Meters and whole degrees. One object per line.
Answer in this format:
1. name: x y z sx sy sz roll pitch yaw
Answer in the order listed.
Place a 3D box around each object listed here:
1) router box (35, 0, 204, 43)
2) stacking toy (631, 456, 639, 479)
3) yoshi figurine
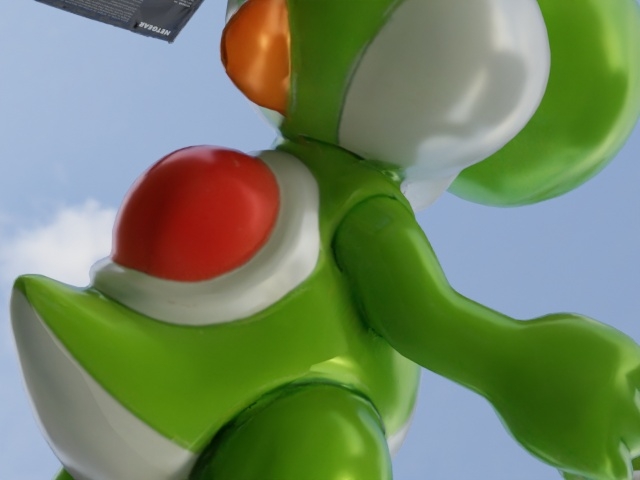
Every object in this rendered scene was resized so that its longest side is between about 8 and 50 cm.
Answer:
1. router box: -0.153 -0.178 0.749 0.046 0.179 0.133 -48 -130 28
2. stacking toy: 0.241 0.235 0.952 0.279 0.130 0.309 26 -122 33
3. yoshi figurine: 0.023 0.011 0.544 0.203 0.203 0.362 23 -93 4
